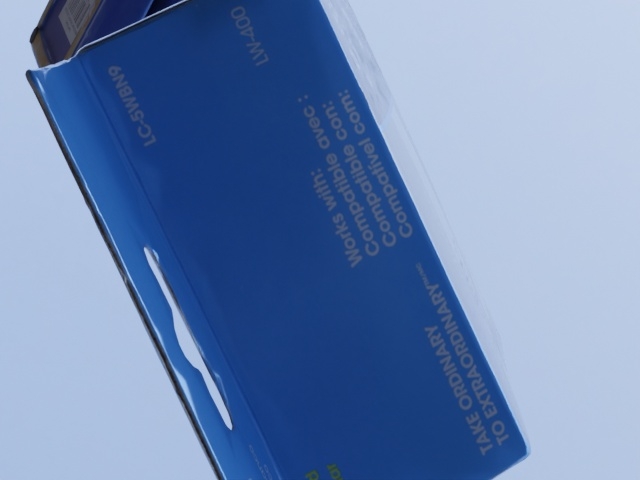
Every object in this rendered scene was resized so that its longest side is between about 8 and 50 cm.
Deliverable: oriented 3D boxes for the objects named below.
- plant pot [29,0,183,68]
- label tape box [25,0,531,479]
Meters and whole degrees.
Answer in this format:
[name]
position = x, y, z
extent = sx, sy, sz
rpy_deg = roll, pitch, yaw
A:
[plant pot]
position = -0.147, -0.194, 1.634
extent = 0.236, 0.212, 0.236
rpy_deg = -58, -152, 16
[label tape box]
position = 0.000, 0.000, 0.760
extent = 0.106, 0.333, 0.240
rpy_deg = -24, -83, 6
